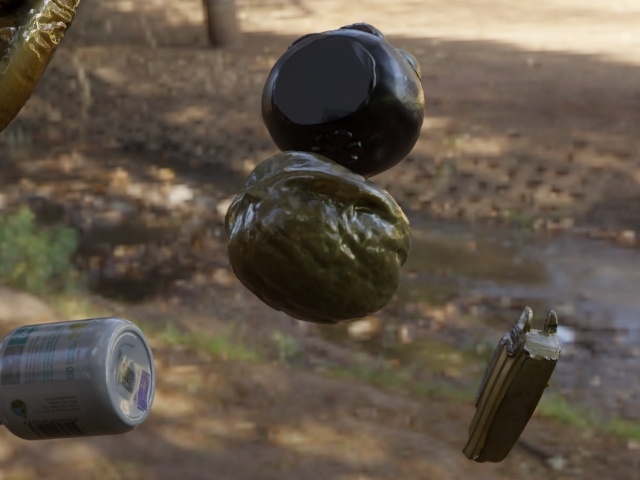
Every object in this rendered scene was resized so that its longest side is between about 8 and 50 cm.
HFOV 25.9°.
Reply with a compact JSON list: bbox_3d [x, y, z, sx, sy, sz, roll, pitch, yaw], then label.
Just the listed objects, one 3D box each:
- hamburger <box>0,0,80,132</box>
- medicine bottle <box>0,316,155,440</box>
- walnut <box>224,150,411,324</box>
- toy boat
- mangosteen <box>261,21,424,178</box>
[{"bbox_3d":[-0.233,-0.147,0.842,0.191,0.182,0.118,-19,-33,28],"label":"hamburger"},{"bbox_3d":[-0.312,0.162,1.608,0.215,0.135,0.135,-6,10,20],"label":"medicine bottle"},{"bbox_3d":[0.000,0.000,1.973,0.283,0.283,0.227,0,53,12],"label":"walnut"},{"bbox_3d":[0.321,0.246,2.359,0.089,0.310,0.115,7,33,-20],"label":"toy boat"},{"bbox_3d":[0.038,-0.243,2.283,0.287,0.288,0.233,3,-13,25],"label":"mangosteen"}]
